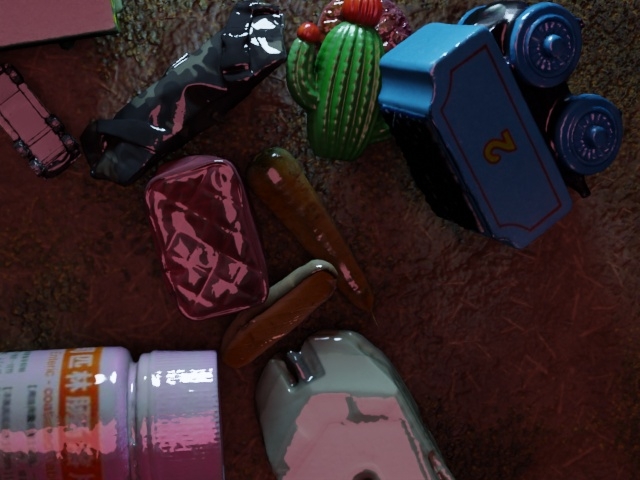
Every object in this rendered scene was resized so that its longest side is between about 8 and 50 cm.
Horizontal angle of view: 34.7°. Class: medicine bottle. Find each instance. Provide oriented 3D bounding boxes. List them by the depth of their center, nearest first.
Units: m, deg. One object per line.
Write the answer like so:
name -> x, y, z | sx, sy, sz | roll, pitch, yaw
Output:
medicine bottle -> -0.323, 0.251, 1.354 | 0.389, 0.219, 0.219 | -2, 95, -5

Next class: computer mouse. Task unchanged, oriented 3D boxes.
computer mouse -> 0.066, 0.332, 1.440 | 0.228, 0.145, 0.428 | -29, 85, 5

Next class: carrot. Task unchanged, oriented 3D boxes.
carrot -> 0.000, 0.000, 1.442 | 0.078, 0.078, 0.298 | -36, 100, -2

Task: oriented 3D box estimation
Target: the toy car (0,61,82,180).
toy car -> -0.396, -0.162, 1.390 | 0.071, 0.062, 0.165 | -38, 97, -2

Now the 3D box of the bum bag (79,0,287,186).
bum bag -> -0.176, -0.193, 1.379 | 0.340, 0.144, 0.095 | -39, 139, -3

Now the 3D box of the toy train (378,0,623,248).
toy train -> 0.236, -0.154, 1.360 | 0.265, 0.188, 0.300 | -38, 115, -13

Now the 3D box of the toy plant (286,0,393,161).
toy plant -> 0.028, -0.223, 1.371 | 0.155, 0.088, 0.240 | -18, 110, -15

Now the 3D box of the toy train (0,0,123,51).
toy train -> -0.403, -0.329, 1.348 | 0.330, 0.138, 0.178 | -10, 105, -7

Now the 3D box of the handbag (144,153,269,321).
handbag -> -0.154, -0.007, 1.393 | 0.147, 0.135, 0.225 | -16, 100, -5

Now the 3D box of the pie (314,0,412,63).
pie -> 0.059, -0.272, 1.437 | 0.155, 0.036, 0.154 | 0, 95, -3

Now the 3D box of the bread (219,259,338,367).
bread -> -0.063, 0.096, 1.432 | 0.214, 0.053, 0.073 | -40, 127, 16
